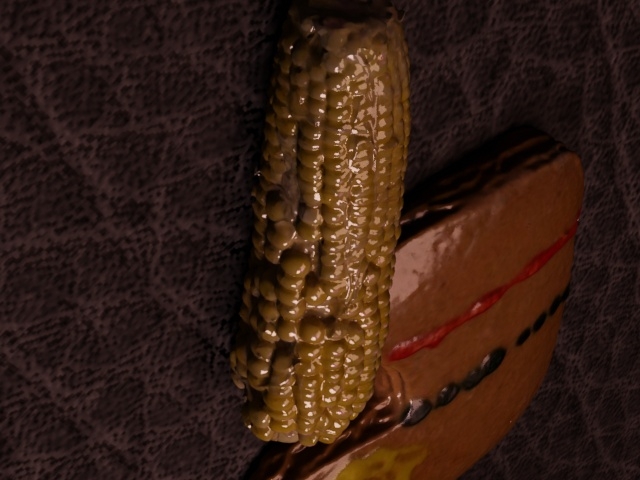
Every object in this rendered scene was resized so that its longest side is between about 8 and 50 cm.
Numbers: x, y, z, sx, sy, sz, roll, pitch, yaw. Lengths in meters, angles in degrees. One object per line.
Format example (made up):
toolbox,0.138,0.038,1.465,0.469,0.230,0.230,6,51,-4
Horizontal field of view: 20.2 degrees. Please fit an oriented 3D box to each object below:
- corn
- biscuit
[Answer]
corn,0.000,0.000,0.932,0.086,0.086,0.288,-25,138,-35
biscuit,0.060,0.080,1.116,0.262,0.052,0.277,-28,141,-33
